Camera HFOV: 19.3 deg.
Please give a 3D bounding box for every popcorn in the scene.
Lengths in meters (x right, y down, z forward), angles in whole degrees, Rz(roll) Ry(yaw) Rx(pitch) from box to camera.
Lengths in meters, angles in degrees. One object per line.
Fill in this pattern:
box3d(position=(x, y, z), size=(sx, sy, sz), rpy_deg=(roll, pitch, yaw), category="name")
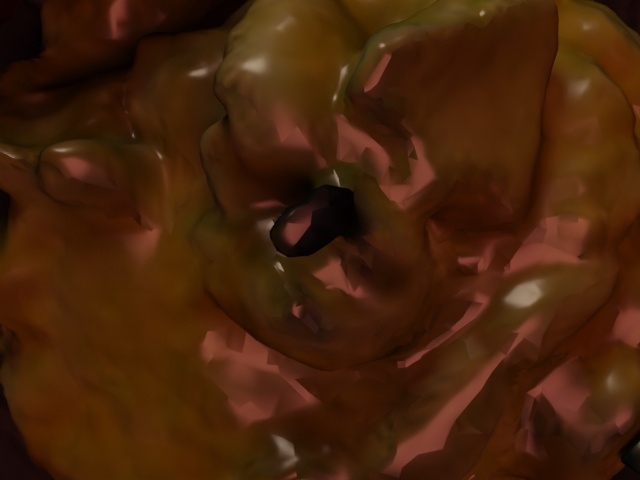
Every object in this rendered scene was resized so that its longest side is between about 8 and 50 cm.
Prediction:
box3d(position=(0.002, -0.002, 0.548), size=(0.218, 0.169, 0.189), rpy_deg=(-29, 115, 0), category="popcorn")

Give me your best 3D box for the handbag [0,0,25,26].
box3d(position=(-0.100, -0.177, 0.477), size=(0.213, 0.127, 0.235), rpy_deg=(-36, 112, 9), category="handbag")
